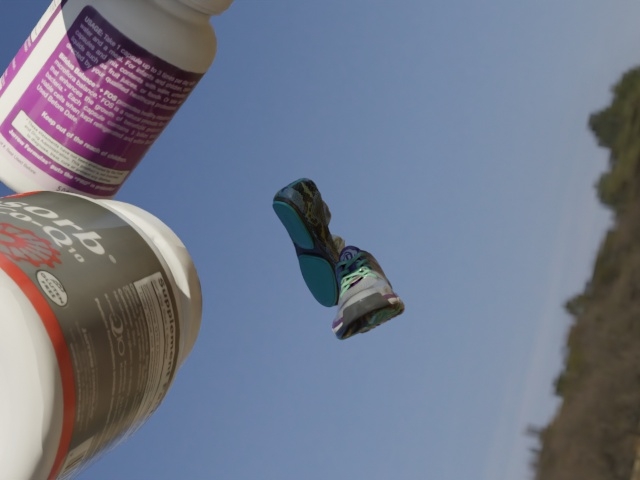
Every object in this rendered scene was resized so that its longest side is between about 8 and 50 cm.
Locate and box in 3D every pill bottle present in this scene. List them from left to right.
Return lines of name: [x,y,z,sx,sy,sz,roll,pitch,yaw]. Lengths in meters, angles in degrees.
pill bottle: [-0.220,0.074,1.059,0.363,0.210,0.210,-31,-48,-75]
pill bottle: [-0.211,-0.182,1.509,0.301,0.169,0.169,-51,-8,18]

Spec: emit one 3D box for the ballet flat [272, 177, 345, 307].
ballet flat: [0.000,0.000,1.819,0.070,0.070,0.188,-64,-34,-39]

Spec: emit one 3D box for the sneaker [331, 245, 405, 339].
sneaker: [0.038,0.053,1.667,0.098,0.083,0.224,63,-177,6]
